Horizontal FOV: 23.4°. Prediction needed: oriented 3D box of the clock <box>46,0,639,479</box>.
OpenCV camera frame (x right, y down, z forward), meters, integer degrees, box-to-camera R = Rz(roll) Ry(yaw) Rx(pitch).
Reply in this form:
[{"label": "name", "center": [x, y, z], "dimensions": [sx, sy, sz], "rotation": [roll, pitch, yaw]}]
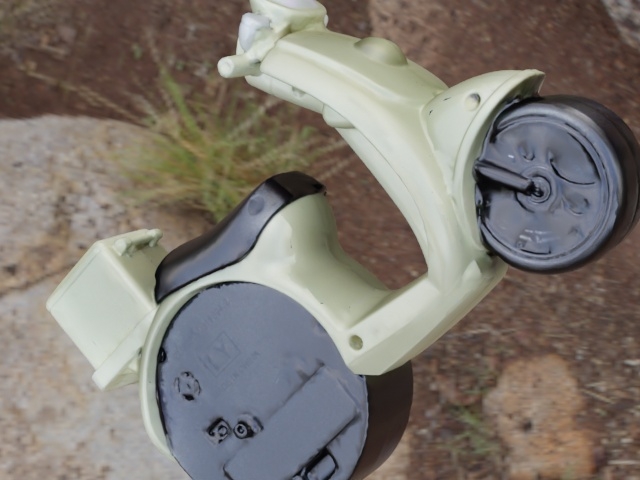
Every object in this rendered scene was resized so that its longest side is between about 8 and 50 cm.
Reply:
[{"label": "clock", "center": [0.000, 0.000, 0.988], "dimensions": [0.276, 0.120, 0.379], "rotation": [47, 116, 13]}]
